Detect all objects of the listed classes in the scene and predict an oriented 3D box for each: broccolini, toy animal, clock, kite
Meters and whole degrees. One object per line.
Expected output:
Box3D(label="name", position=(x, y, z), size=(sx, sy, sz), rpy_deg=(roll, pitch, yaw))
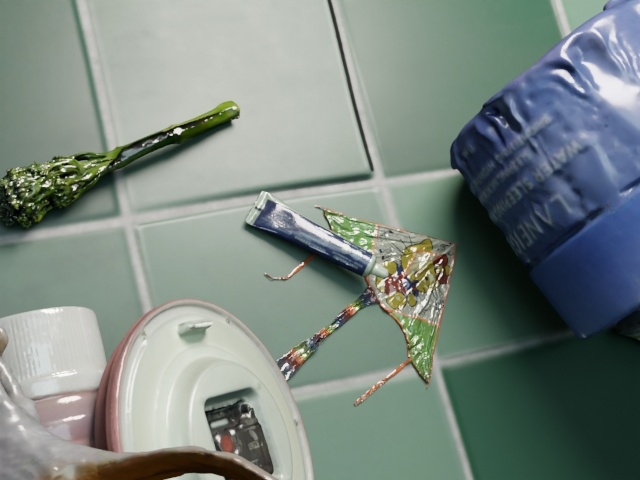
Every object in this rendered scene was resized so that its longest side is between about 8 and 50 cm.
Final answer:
Box3D(label="broccolini", position=(-0.176, -0.078, 0.959), size=(0.239, 0.051, 0.054), rpy_deg=(-28, 38, -24))
Box3D(label="toy animal", position=(-0.161, 0.153, 0.669), size=(0.284, 0.225, 0.302), rpy_deg=(-31, 61, -7))
Box3D(label="clock", position=(-0.078, 0.161, 0.831), size=(0.244, 0.056, 0.244), rpy_deg=(41, 38, -44))
Box3D(label="kite", position=(0.034, 0.059, 0.995), size=(0.244, 0.006, 0.198), rpy_deg=(-32, 84, -23))

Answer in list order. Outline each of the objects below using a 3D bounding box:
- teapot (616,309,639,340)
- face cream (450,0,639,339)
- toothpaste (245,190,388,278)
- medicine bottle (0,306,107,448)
Box3D(label="teapot", position=(0.380, 0.086, 1.033), size=(0.149, 0.108, 0.111), rpy_deg=(40, 65, -1))
Box3D(label="face cream", position=(0.270, -0.068, 0.977), size=(0.249, 0.249, 0.225), rpy_deg=(-31, 78, -23))
Box3D(label="toothpaste", position=(0.000, 0.000, 0.989), size=(0.140, 0.021, 0.037), rpy_deg=(27, 68, 1))
Box3D(label="medicine bottle", position=(-0.197, 0.181, 0.815), size=(0.147, 0.147, 0.247), rpy_deg=(-10, 76, -19))
